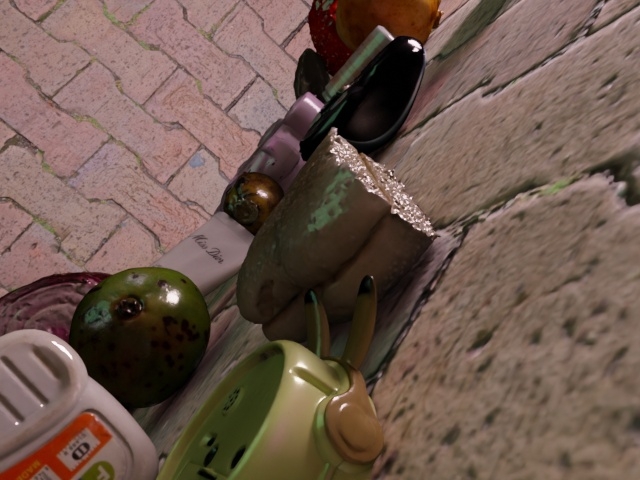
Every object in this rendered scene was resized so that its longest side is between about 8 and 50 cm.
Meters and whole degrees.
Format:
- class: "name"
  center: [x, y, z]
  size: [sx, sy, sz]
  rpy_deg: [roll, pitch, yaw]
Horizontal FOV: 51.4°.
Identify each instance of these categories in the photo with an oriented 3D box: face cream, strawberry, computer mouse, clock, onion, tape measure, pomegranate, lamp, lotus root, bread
- class: "face cream"
  center: [-0.244, 0.074, 1.108]
  size: [0.314, 0.143, 0.089]
  rpy_deg: [-38, -38, -23]
- class: "strawberry"
  center: [0.089, -0.492, 1.545]
  size: [0.257, 0.257, 0.277]
  rpy_deg: [-55, -7, -25]
- class: "face cream"
  center: [0.059, -0.264, 1.218]
  size: [0.252, 0.101, 0.101]
  rpy_deg: [-47, 12, 19]
- class: "computer mouse"
  center: [0.070, -0.184, 0.943]
  size: [0.233, 0.096, 0.137]
  rpy_deg: [-46, 16, -1]
- class: "clock"
  center: [-0.114, -0.168, 1.535]
  size: [0.322, 0.113, 0.295]
  rpy_deg: [-55, 13, -17]
- class: "onion"
  center: [-0.450, 0.205, 1.209]
  size: [0.336, 0.282, 0.260]
  rpy_deg: [-22, -6, -13]
- class: "tape measure"
  center: [-0.311, 0.234, 0.633]
  size: [0.130, 0.265, 0.258]
  rpy_deg: [-32, 11, 50]
- class: "pomegranate"
  center: [0.136, -0.446, 1.278]
  size: [0.215, 0.215, 0.215]
  rpy_deg: [-47, 12, 13]
- class: "pomegranate"
  center: [-0.250, 0.143, 0.954]
  size: [0.202, 0.202, 0.248]
  rpy_deg: [-55, -18, -25]
- class: "lamp"
  center: [-0.013, -0.354, 1.577]
  size: [0.101, 0.101, 0.250]
  rpy_deg: [-55, -26, -25]
- class: "lotus root"
  center: [-0.125, -0.069, 1.272]
  size: [0.120, 0.120, 0.209]
  rpy_deg: [-47, 11, 12]
- class: "clock"
  center: [-0.035, 0.127, 0.401]
  size: [0.232, 0.069, 0.170]
  rpy_deg: [-57, 14, -24]
- class: "bread"
  center: [-0.003, -0.005, 0.629]
  size: [0.183, 0.102, 0.337]
  rpy_deg: [-48, 11, 10]
